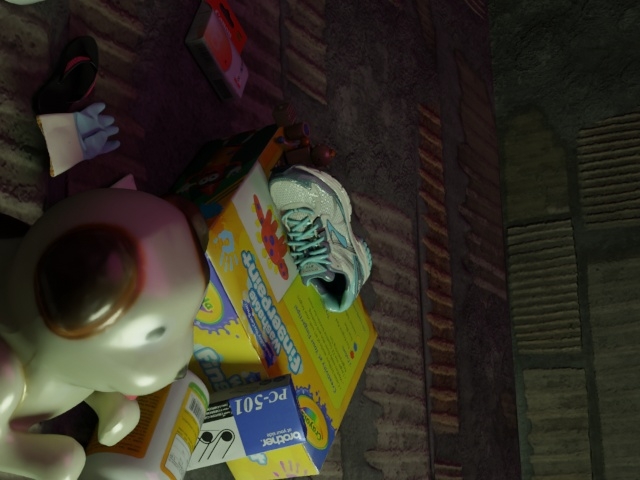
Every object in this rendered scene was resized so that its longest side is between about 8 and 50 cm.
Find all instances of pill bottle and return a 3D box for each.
[{"bbox_3d":[-0.246,0.291,1.603,0.136,0.136,0.245,60,33,-37],"label":"pill bottle"}]

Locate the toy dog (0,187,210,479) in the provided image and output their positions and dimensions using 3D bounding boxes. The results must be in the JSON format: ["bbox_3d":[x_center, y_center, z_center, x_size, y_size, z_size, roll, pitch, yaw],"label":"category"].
[{"bbox_3d":[-0.301,0.063,1.246,0.285,0.408,0.395,-10,91,-65],"label":"toy dog"}]

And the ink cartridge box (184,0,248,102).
[{"bbox_3d":[-0.164,-0.351,2.081,0.145,0.045,0.179,59,36,-40],"label":"ink cartridge box"}]

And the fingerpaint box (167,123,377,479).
[{"bbox_3d":[-0.100,0.098,1.932,0.444,0.163,0.371,65,29,-26],"label":"fingerpaint box"}]

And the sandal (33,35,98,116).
[{"bbox_3d":[-0.343,-0.224,1.672,0.067,0.040,0.179,63,31,-34],"label":"sandal"}]

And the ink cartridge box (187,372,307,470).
[{"bbox_3d":[-0.131,0.270,1.764,0.046,0.207,0.097,-85,161,-74],"label":"ink cartridge box"}]

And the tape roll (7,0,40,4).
[{"bbox_3d":[-0.354,-0.448,1.573,0.246,0.169,0.246,31,55,-59],"label":"tape roll"}]

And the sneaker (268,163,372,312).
[{"bbox_3d":[0.000,0.000,1.863,0.283,0.110,0.122,57,37,-38],"label":"sneaker"}]

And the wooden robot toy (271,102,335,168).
[{"bbox_3d":[-0.012,-0.145,1.928,0.076,0.079,0.173,-46,121,-60],"label":"wooden robot toy"}]

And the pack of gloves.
[{"bbox_3d":[-0.332,-0.089,1.672,0.232,0.046,0.195,-40,117,-71],"label":"pack of gloves"}]
